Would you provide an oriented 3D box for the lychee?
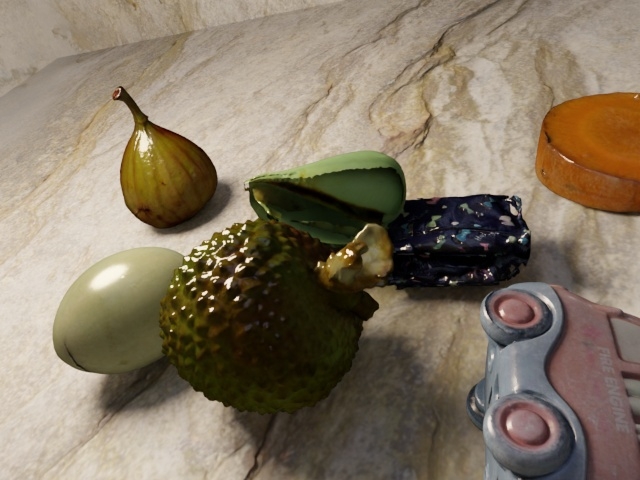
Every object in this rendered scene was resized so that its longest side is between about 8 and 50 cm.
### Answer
[{"bbox_3d":[-0.065,0.100,0.751,0.320,0.270,0.270,4,41,32],"label":"lychee"}]

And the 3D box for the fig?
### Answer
[{"bbox_3d":[-0.352,-0.188,1.200,0.217,0.321,0.217,-8,40,7],"label":"fig"}]

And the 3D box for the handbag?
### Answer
[{"bbox_3d":[0.200,0.006,0.889,0.260,0.113,0.162,-3,32,22],"label":"handbag"}]

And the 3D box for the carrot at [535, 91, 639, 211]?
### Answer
[{"bbox_3d":[0.535,-0.155,0.968,0.258,0.100,0.307,-39,43,-22],"label":"carrot"}]

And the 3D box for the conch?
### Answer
[{"bbox_3d":[0.024,-0.055,0.863,0.250,0.143,0.137,-21,21,-31],"label":"conch"}]

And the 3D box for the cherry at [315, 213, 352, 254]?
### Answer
[{"bbox_3d":[0.007,0.004,0.940,0.148,0.188,0.115,26,81,-1],"label":"cherry"}]

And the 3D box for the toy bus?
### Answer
[{"bbox_3d":[0.274,0.189,0.565,0.231,0.197,0.294,4,40,12],"label":"toy bus"}]

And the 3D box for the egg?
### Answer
[{"bbox_3d":[-0.307,0.112,0.901,0.253,0.186,0.186,-31,38,-18],"label":"egg"}]
